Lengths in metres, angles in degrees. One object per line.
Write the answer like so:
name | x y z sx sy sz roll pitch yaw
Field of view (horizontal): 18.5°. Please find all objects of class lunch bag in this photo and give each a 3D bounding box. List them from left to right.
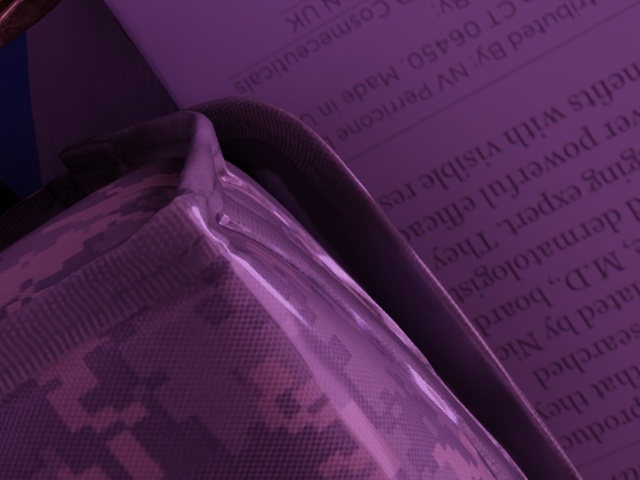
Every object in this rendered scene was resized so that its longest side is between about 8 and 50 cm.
lunch bag | -0.014 0.093 0.499 0.235 0.169 0.287 54 4 -10

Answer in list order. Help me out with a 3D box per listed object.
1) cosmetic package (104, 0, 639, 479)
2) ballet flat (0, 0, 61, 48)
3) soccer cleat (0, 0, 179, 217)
cosmetic package | 0.139 0.020 0.667 0.453 0.161 0.230 56 26 -15
ballet flat | -0.104 -0.082 0.547 0.073 0.067 0.206 43 58 -17
soccer cleat | -0.144 -0.153 0.650 0.331 0.143 0.116 50 14 -26
